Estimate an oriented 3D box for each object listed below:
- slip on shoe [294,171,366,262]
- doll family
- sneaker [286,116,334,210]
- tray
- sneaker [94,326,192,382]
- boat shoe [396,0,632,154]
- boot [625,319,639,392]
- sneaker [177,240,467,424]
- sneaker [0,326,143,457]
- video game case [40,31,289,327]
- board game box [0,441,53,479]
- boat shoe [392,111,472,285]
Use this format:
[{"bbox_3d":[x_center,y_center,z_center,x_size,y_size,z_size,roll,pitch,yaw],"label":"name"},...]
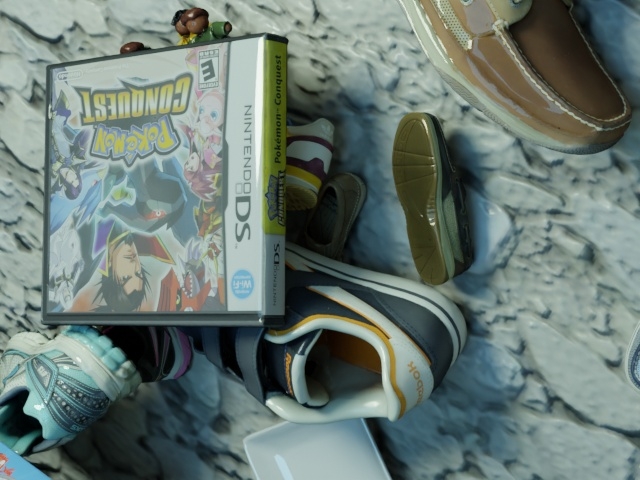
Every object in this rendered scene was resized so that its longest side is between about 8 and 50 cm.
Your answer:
[{"bbox_3d":[0.000,0.000,1.317,0.051,0.041,0.135,36,116,20],"label":"slip on shoe"},{"bbox_3d":[-0.134,-0.159,1.347,0.193,0.076,0.111,-28,90,35],"label":"doll family"},{"bbox_3d":[-0.059,-0.077,1.330,0.185,0.069,0.084,7,69,43],"label":"sneaker"},{"bbox_3d":[0.037,0.288,1.362,0.145,0.030,0.270,-26,86,33],"label":"tray"},{"bbox_3d":[-0.199,0.064,1.428,0.072,0.077,0.178,-42,78,30],"label":"sneaker"},{"bbox_3d":[0.134,-0.207,1.137,0.324,0.123,0.116,49,135,12],"label":"boat shoe"},{"bbox_3d":[0.295,0.058,1.126,0.069,0.086,0.190,42,118,17],"label":"boot"},{"bbox_3d":[-0.040,0.077,1.285,0.321,0.127,0.126,10,127,26],"label":"sneaker"},{"bbox_3d":[-0.290,0.159,1.427,0.110,0.122,0.283,49,150,-8],"label":"sneaker"},{"bbox_3d":[-0.145,-0.047,1.280,0.275,0.035,0.248,-2,86,37],"label":"video game case"},{"bbox_3d":[-0.327,0.294,1.449,0.308,0.086,0.302,31,153,22],"label":"board game box"},{"bbox_3d":[0.100,-0.039,1.246,0.056,0.049,0.152,8,109,48],"label":"boat shoe"}]
